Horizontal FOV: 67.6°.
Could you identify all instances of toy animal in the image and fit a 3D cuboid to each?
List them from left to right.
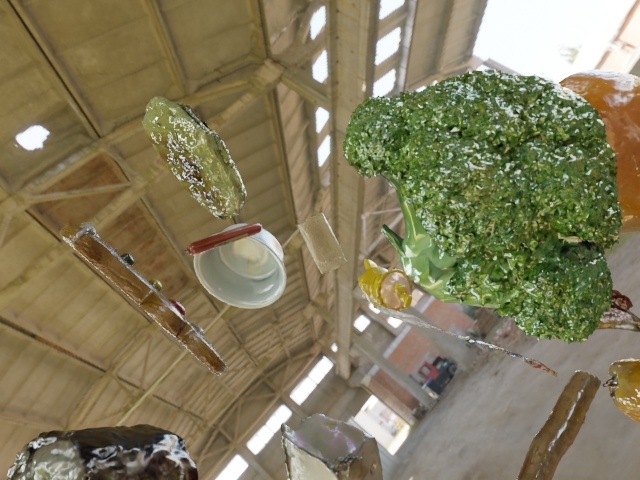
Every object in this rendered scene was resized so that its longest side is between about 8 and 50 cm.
[{"bbox_3d":[0.209,0.148,1.519,0.156,0.230,0.156,-5,-77,-22],"label":"toy animal"}]

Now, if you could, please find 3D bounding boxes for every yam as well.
[{"bbox_3d":[0.411,0.326,0.821,0.241,0.057,0.056,-47,-20,-23],"label":"yam"}]

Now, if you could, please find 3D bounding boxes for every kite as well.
[{"bbox_3d":[0.278,0.192,0.949,0.022,0.361,0.204,-69,-20,-8],"label":"kite"}]

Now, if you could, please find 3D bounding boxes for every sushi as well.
[{"bbox_3d":[-0.415,0.504,0.913,0.281,0.299,0.294,-30,-31,26],"label":"sushi"}]

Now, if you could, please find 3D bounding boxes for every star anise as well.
[{"bbox_3d":[0.420,0.088,0.855,0.288,0.288,0.088,-21,-49,-56],"label":"star anise"}]

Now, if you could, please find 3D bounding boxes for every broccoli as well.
[{"bbox_3d":[0.221,-0.071,0.641,0.321,0.413,0.310,-48,-11,-19],"label":"broccoli"}]

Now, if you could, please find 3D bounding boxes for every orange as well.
[{"bbox_3d":[0.534,-0.145,0.849,0.274,0.274,0.310,-54,-38,3],"label":"orange"}]

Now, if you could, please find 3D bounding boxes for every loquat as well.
[{"bbox_3d":[0.497,0.226,0.704,0.137,0.137,0.112,17,-93,-69],"label":"loquat"}]

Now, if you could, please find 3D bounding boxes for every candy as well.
[{"bbox_3d":[0.025,0.468,0.983,0.137,0.195,0.184,-20,-75,-41],"label":"candy"}]

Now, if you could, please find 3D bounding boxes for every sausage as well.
[{"bbox_3d":[-0.214,-0.006,1.087,0.223,0.029,0.029,-22,-35,-46],"label":"sausage"}]

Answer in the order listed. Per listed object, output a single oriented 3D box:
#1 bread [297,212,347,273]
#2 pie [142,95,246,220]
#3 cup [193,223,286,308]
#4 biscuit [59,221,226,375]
[{"bbox_3d":[0.003,0.009,1.231,0.077,0.152,0.105,-24,-5,-2],"label":"bread"},{"bbox_3d":[-0.265,-0.167,0.998,0.071,0.306,0.306,-43,-22,-22],"label":"pie"},{"bbox_3d":[-0.278,0.073,1.785,0.163,0.347,0.347,-73,5,-55],"label":"cup"},{"bbox_3d":[-0.349,0.122,1.004,0.064,0.432,0.283,-48,14,-19],"label":"biscuit"}]
